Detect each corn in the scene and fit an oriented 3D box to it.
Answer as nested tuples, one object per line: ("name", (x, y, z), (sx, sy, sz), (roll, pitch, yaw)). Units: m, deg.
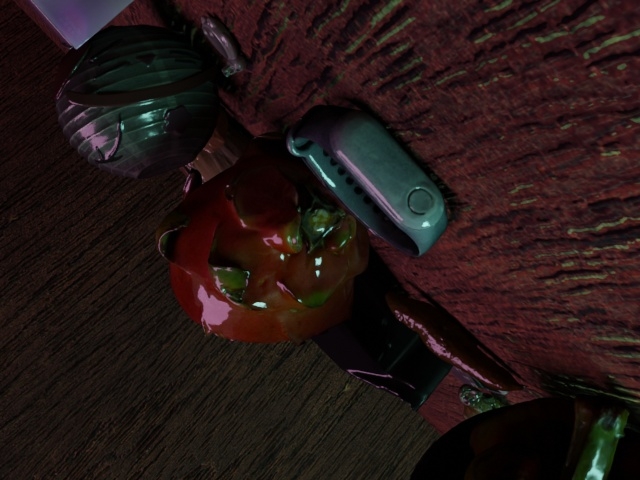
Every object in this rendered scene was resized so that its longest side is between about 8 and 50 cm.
("corn", (-0.165, -0.135, 1.430), (0.305, 0.122, 0.123), (44, 171, 17))

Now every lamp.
("lamp", (-0.274, -0.211, 1.178), (0.233, 0.265, 0.233), (23, 125, 38))

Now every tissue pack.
("tissue pack", (-0.363, -0.392, 1.045), (0.246, 0.148, 0.092), (50, 172, -31))

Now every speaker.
("speaker", (0.064, 0.112, 1.384), (0.184, 0.180, 0.388), (22, 158, 53))

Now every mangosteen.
("mangosteen", (0.296, 0.371, 0.981), (0.382, 0.382, 0.435), (43, 139, 13))

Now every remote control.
("remote control", (0.279, 0.249, 1.453), (0.067, 0.029, 0.261), (44, 172, 0))

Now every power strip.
("power strip", (-0.127, -0.245, 1.001), (0.083, 0.035, 0.055), (53, 169, -34))

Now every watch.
("watch", (0.053, -0.068, 0.881), (0.206, 0.068, 0.193), (44, 171, -3))

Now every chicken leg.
("chicken leg", (0.296, 0.310, 1.469), (0.085, 0.069, 0.198), (29, 172, 38))

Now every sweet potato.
("sweet potato", (0.211, 0.164, 1.272), (0.274, 0.067, 0.067), (36, 169, 21))

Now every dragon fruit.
("dragon fruit", (-0.072, -0.020, 1.117), (0.305, 0.305, 0.225), (41, 143, 28))

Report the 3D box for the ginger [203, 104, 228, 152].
("ginger", (-0.234, -0.241, 1.344), (0.193, 0.115, 0.122), (34, 156, 5))
